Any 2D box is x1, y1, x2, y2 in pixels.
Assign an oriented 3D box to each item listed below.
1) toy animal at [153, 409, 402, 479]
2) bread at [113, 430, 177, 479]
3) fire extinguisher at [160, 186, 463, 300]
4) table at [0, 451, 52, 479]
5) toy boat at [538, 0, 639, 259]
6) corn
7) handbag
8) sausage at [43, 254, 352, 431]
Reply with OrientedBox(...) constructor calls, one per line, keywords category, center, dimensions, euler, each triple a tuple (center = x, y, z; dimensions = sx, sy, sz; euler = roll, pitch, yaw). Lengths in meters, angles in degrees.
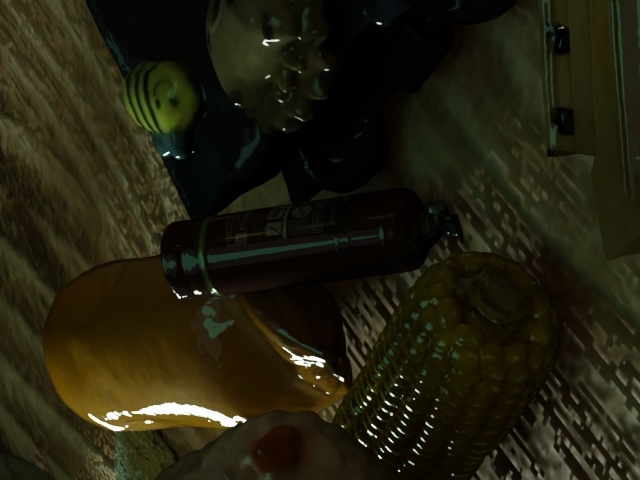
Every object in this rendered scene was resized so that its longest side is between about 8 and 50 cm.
OrientedBox(category="toy animal", center=(-0.024, 0.222, 0.711), dimensions=(0.188, 0.226, 0.358), euler=(-91, -5, -58))
OrientedBox(category="bread", center=(-0.104, 0.221, 1.077), dimensions=(0.193, 0.036, 0.112), euler=(48, 139, 40))
OrientedBox(category="fire extinguisher", center=(0.000, 0.000, 0.766), dimensions=(0.158, 0.064, 0.043), euler=(-7, 108, 19))
OrientedBox(category="table", center=(-0.277, 0.239, 1.265), dimensions=(0.133, 0.133, 0.043), euler=(57, 143, 31))
OrientedBox(category="toy boat", center=(0.121, -0.095, 0.593), dimensions=(0.077, 0.057, 0.201), euler=(19, 116, 62))
OrientedBox(category="corn", center=(0.044, 0.093, 0.752), dimensions=(0.080, 0.080, 0.231), euler=(60, 145, 27))
OrientedBox(category="handbag", center=(-0.036, -0.199, 0.754), dimensions=(0.303, 0.122, 0.329), euler=(-48, 61, 52))
OrientedBox(category="sausage", center=(-0.066, 0.058, 0.896), dimensions=(0.328, 0.112, 0.112), euler=(-9, 92, 58))
